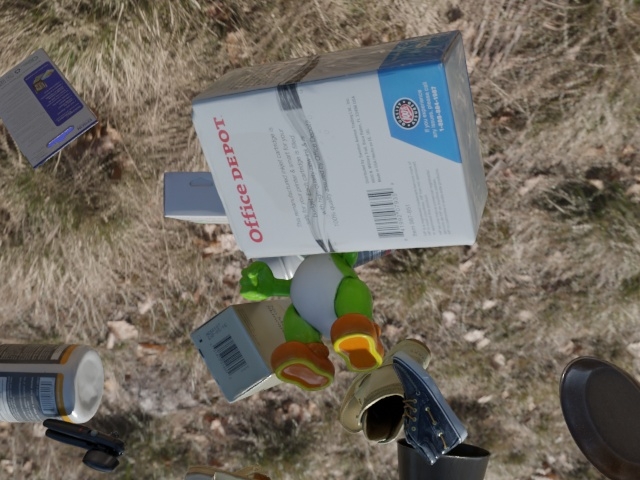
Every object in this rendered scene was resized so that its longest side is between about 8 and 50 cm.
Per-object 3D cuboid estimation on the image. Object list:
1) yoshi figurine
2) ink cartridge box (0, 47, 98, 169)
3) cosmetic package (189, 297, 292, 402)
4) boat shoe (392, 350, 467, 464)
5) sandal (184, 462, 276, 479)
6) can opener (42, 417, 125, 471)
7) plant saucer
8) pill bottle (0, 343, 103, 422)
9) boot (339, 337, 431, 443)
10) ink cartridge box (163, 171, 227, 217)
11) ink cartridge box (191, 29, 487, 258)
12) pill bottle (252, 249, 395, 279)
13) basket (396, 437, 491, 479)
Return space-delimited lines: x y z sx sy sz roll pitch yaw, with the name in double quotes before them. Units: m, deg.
"yoshi figurine" -0.011 0.020 1.101 0.203 0.362 0.203 7 137 -11
"ink cartridge box" -0.638 -0.298 1.709 0.175 0.371 0.069 -39 142 -6
"cosmetic package" -0.118 0.215 1.515 0.113 0.309 0.160 -36 79 16
"boat shoe" 0.159 0.275 1.215 0.083 0.065 0.183 -36 89 -17
"sandal" -0.153 0.488 1.524 0.240 0.079 0.088 12 124 7
"can opener" -0.459 0.383 1.433 0.186 0.073 0.059 18 115 18
"plant saucer" 0.430 0.259 1.078 0.036 0.198 0.199 -15 119 -21
"pill bottle" -0.610 0.296 1.540 0.278 0.162 0.162 0 117 8
"boot" 0.104 0.326 1.429 0.095 0.203 0.262 40 118 -2
"ink cartridge box" -0.267 -0.108 1.941 0.201 0.278 0.117 0 88 11
"ink cartridge box" 0.029 -0.110 0.906 0.307 0.129 0.223 -4 120 23
"pill bottle" 0.000 0.000 1.527 0.283 0.161 0.161 -22 119 -9
"basket" 0.245 0.547 1.560 0.204 0.154 0.227 8 87 -9
